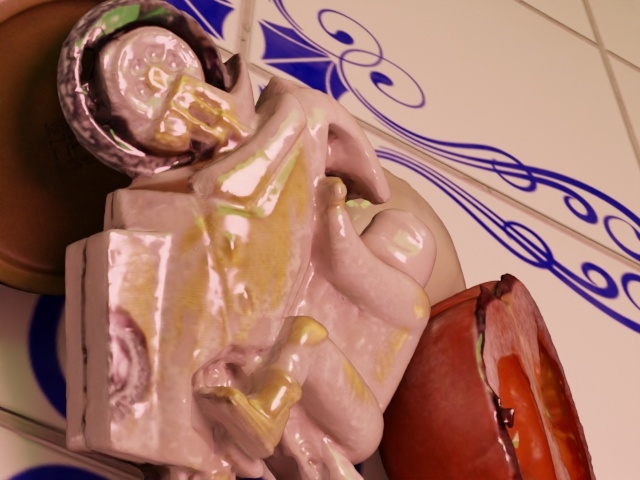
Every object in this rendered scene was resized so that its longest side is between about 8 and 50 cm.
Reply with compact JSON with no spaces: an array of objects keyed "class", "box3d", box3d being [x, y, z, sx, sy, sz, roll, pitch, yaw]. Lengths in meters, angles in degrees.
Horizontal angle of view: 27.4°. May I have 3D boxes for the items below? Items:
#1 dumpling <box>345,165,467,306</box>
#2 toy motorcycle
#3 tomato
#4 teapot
[{"class":"dumpling","box3d":[0.000,0.000,0.896,0.252,0.131,0.179,16,9,-44]},{"class":"toy motorcycle","box3d":[-0.030,0.042,0.698,0.223,0.108,0.341,1,81,-32]},{"class":"tomato","box3d":[0.098,0.131,0.812,0.228,0.112,0.199,-4,74,-70]},{"class":"teapot","box3d":[-0.182,-0.070,0.771,0.267,0.186,0.175,-21,23,-24]}]
